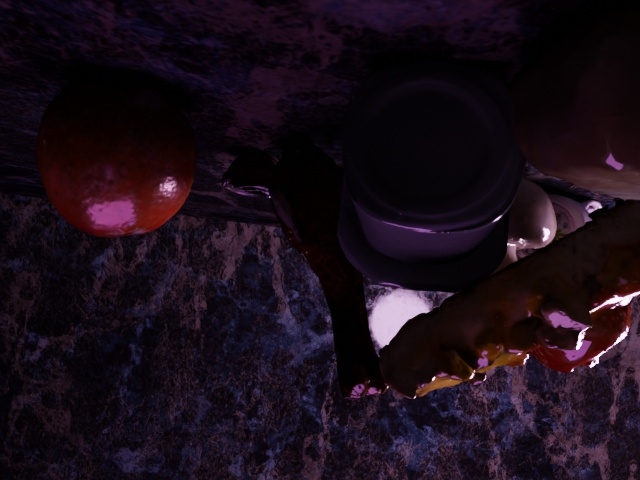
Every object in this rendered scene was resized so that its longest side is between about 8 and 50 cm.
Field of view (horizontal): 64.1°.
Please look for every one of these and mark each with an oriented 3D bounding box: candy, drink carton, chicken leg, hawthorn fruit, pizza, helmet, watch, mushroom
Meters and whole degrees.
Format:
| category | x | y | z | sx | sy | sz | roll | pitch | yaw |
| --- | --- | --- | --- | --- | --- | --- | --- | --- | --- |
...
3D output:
| category | x | y | z | sx | sy | sz | roll | pitch | yaw |
| --- | --- | --- | --- | --- | --- | --- | --- | --- | --- |
| candy | 0.252 | -0.079 | 0.348 | 0.233 | 0.102 | 0.104 | 5 | 177 | -11 |
| drink carton | 0.105 | -0.054 | 0.480 | 0.185 | 0.191 | 0.189 | 8 | 171 | 6 |
| chicken leg | 0.000 | 0.000 | 0.649 | 0.095 | 0.158 | 0.407 | -2 | -135 | -21 |
| hawthorn fruit | -0.221 | -0.088 | 0.570 | 0.172 | 0.173 | 0.173 | 7 | 177 | 0 |
| pizza | 0.298 | 0.041 | 0.527 | 0.439 | 0.130 | 0.406 | -10 | 155 | -44 |
| helmet | -0.108 | -0.109 | 0.844 | 0.098 | 0.071 | 0.123 | 15 | 180 | -27 |
| watch | 0.417 | 0.043 | 0.938 | 0.196 | 0.244 | 0.231 | 3 | 169 | 44 |
| mushroom | 0.262 | -0.012 | 0.810 | 0.206 | 0.209 | 0.206 | 3 | -157 | -1 |

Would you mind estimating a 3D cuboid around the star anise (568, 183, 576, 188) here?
| category | x | y | z | sx | sy | sz | roll | pitch | yaw |
| --- | --- | --- | --- | --- | --- | --- | --- | --- | --- |
| star anise | 0.340 | -0.085 | 0.585 | 0.140 | 0.042 | 0.141 | 10 | 176 | 1 |
